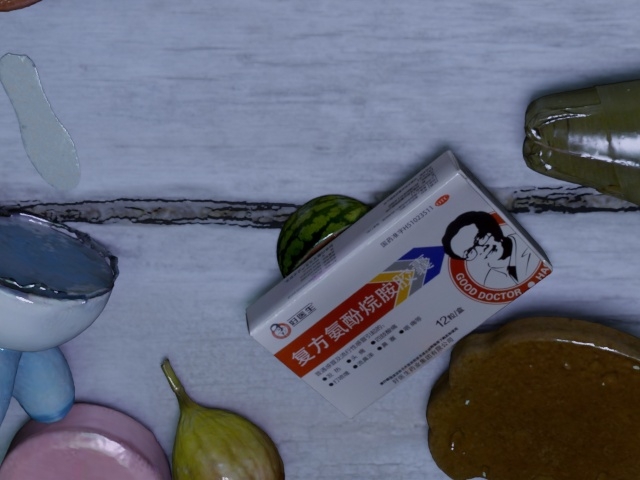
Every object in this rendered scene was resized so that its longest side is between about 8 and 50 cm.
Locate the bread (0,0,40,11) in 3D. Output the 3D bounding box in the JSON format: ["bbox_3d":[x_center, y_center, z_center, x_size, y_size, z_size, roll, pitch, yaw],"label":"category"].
[{"bbox_3d":[-0.395,-0.373,1.487,0.244,0.123,0.190,-21,109,12],"label":"bread"}]

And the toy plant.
[{"bbox_3d":[-0.426,0.147,1.618,0.247,0.247,0.332,23,109,-5],"label":"toy plant"}]

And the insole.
[{"bbox_3d":[-0.373,-0.155,1.626,0.065,0.004,0.197,-19,108,10],"label":"insole"}]

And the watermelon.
[{"bbox_3d":[-0.005,0.001,1.627,0.087,0.069,0.163,43,109,-11],"label":"watermelon"}]

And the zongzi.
[{"bbox_3d":[0.404,-0.059,1.549,0.274,0.145,0.300,-9,116,11],"label":"zongzi"}]

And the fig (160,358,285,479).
[{"bbox_3d":[-0.159,0.281,1.716,0.159,0.159,0.257,-29,89,13],"label":"fig"}]

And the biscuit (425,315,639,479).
[{"bbox_3d":[0.319,0.261,1.661,0.359,0.074,0.381,14,130,12],"label":"biscuit"}]

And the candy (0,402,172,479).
[{"bbox_3d":[-0.328,0.351,1.752,0.255,0.094,0.255,1,115,2],"label":"candy"}]

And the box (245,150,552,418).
[{"bbox_3d":[0.101,0.066,1.620,0.353,0.069,0.214,-39,120,14],"label":"box"}]
